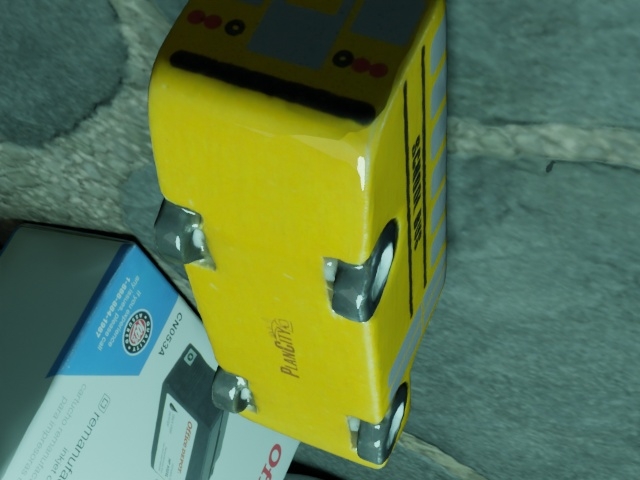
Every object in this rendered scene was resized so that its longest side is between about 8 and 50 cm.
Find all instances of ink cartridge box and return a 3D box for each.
[{"bbox_3d":[-0.165,0.168,1.033,0.129,0.223,0.307,7,148,33],"label":"ink cartridge box"}]

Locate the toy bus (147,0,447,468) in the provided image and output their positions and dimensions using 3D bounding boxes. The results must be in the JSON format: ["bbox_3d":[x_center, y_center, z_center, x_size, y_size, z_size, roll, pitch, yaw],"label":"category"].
[{"bbox_3d":[0.000,0.000,0.684,0.108,0.130,0.332,17,152,15],"label":"toy bus"}]

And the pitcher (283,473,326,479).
[{"bbox_3d":[-0.058,0.281,1.209,0.207,0.178,0.125,17,116,22],"label":"pitcher"}]
